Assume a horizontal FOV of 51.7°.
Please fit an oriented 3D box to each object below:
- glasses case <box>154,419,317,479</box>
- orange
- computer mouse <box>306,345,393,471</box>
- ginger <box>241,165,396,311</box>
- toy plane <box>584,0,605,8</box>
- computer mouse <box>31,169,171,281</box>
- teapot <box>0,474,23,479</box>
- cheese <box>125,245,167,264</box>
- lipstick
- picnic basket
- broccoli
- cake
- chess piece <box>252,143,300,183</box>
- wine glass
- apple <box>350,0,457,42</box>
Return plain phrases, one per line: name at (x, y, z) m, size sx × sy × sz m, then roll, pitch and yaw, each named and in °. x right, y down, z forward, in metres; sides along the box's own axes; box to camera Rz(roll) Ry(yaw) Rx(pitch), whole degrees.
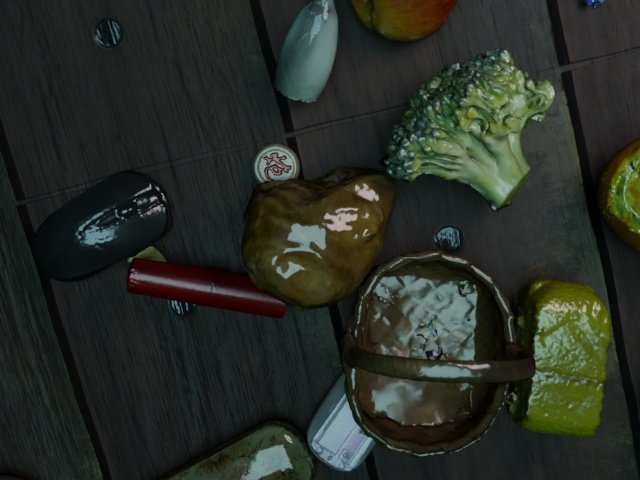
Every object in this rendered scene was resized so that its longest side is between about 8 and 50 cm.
glasses case at (-0.207, 0.479, 1.218) m, size 0.426 × 0.098 × 0.156 m, roll -29°, pitch 91°, yaw 5°
orange at (0.571, -0.065, 1.105) m, size 0.237 × 0.158 × 0.179 m, roll 37°, pitch 84°, yaw -4°
computer mouse at (0.077, 0.301, 1.206) m, size 0.126 × 0.056 × 0.245 m, roll 34°, pitch 85°, yaw -2°
ginger at (0.002, 0.001, 1.089) m, size 0.270 × 0.200 × 0.222 m, roll -8°, pitch 102°, yaw -16°
toy plane at (0.417, -0.459, 1.115) m, size 0.062 × 0.054 × 0.167 m, roll -44°, pitch 95°, yaw -20°
computer mouse at (-0.396, -0.017, 1.164) m, size 0.270 × 0.086 × 0.137 m, roll -30°, pitch 97°, yaw 3°
teapot at (-0.604, 0.535, 1.215) m, size 0.295 × 0.129 × 0.193 m, roll 0°, pitch 98°, yaw 1°
cheese at (-0.304, 0.054, 1.195) m, size 0.060 × 0.041 × 0.084 m, roll -31°, pitch 99°, yaw 0°
lipstick at (-0.197, 0.082, 1.159) m, size 0.280 × 0.073 × 0.073 m, roll 10°, pitch 98°, yaw -12°
picnic basket at (0.179, 0.181, 1.033) m, size 0.293 × 0.337 × 0.337 m, roll 3°, pitch 97°, yaw -2°
broccoli at (0.249, -0.164, 1.052) m, size 0.288 × 0.248 × 0.245 m, roll -44°, pitch 88°, yaw 5°
cake at (0.397, 0.195, 1.133) m, size 0.156 × 0.179 × 0.260 m, roll 6°, pitch 94°, yaw -1°
chess piece at (-0.078, -0.129, 1.167) m, size 0.084 × 0.038 × 0.083 m, roll 0°, pitch 96°, yaw 0°
wine glass at (-0.008, -0.426, 1.113) m, size 0.096 × 0.264 × 0.309 m, roll 8°, pitch 126°, yaw -15°
apple at (0.142, -0.426, 1.079) m, size 0.173 × 0.160 × 0.195 m, roll -25°, pitch 103°, yaw -18°
